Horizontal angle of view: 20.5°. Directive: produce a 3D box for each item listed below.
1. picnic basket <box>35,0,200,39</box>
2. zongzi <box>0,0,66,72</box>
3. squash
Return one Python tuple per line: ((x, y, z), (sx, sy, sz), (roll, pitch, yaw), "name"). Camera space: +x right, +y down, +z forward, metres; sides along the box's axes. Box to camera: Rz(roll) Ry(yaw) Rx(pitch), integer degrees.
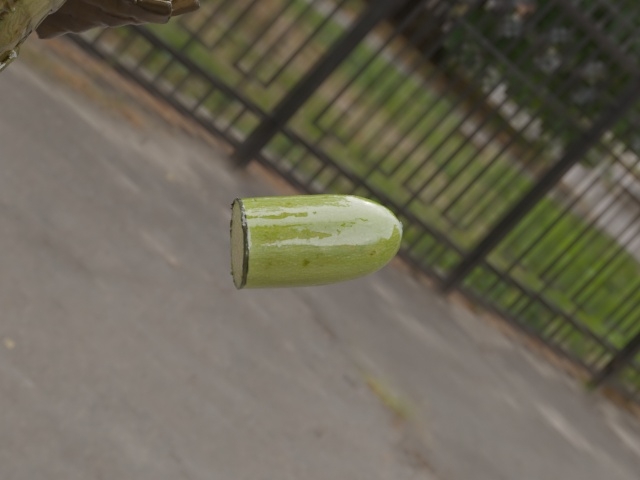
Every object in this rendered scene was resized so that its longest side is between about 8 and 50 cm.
((-0.159, -0.353, 1.631), (0.254, 0.321, 0.291), (57, 36, -34), "picnic basket")
((-0.397, -0.237, 1.115), (0.218, 0.467, 0.500), (36, -12, 41), "zongzi")
((0.000, 0.000, 2.472), (0.247, 0.132, 0.132), (-3, 27, -13), "squash")
